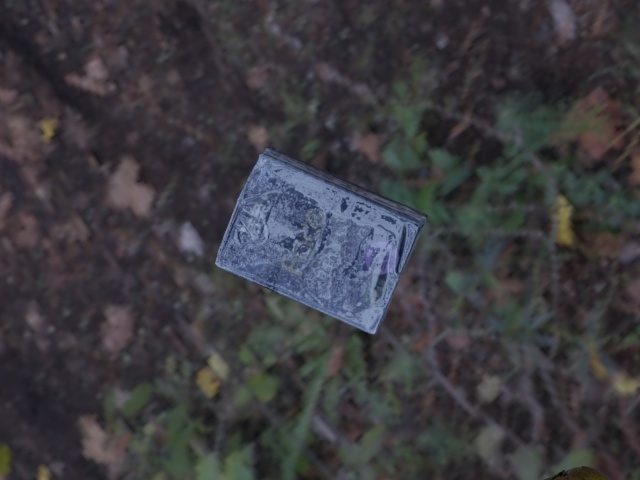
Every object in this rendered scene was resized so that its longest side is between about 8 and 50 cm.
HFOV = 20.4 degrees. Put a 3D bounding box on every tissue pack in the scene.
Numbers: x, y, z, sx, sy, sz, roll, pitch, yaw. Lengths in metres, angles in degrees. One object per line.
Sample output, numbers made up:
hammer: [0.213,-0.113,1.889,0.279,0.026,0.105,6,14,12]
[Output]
tissue pack: [0.000,0.000,1.536,0.156,0.051,0.112,24,105,2]

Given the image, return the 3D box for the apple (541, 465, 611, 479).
apple: [0.235,0.266,1.653,0.099,0.114,0.102,-29,81,44]
